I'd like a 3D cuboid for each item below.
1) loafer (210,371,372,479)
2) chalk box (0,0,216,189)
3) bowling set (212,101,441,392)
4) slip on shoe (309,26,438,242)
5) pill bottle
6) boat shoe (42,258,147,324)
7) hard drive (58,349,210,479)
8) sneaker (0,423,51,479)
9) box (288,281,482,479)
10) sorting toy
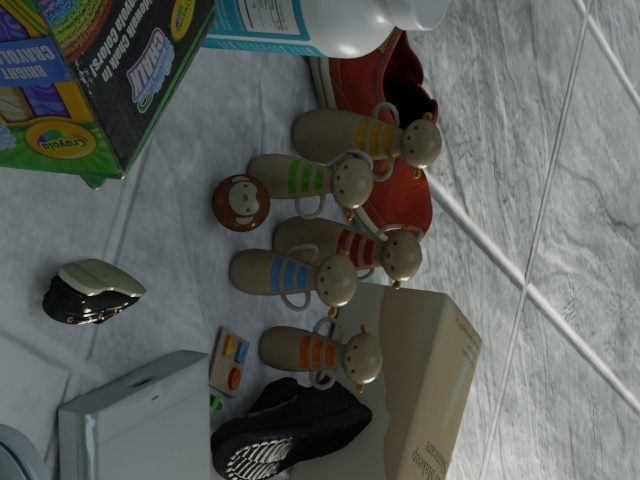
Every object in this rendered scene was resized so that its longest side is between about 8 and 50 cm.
[{"bbox_3d":[-0.041,0.180,1.865,0.080,0.078,0.220,-50,157,27],"label":"loafer"},{"bbox_3d":[-0.201,-0.164,1.318,0.289,0.179,0.180,70,36,-45],"label":"chalk box"},{"bbox_3d":[0.000,0.000,1.794,0.200,0.154,0.287,10,87,-64],"label":"bowling set"},{"bbox_3d":[0.073,-0.113,1.979,0.331,0.101,0.123,73,33,-42],"label":"slip on shoe"},{"bbox_3d":[-0.029,-0.225,1.551,0.146,0.264,0.146,-28,121,-60],"label":"pill bottle"},{"bbox_3d":[-0.186,0.044,1.556,0.042,0.049,0.133,-58,164,12],"label":"boat shoe"},{"bbox_3d":[-0.159,0.269,1.669,0.203,0.040,0.307,-24,117,-61],"label":"hard drive"},{"bbox_3d":[-0.252,0.267,1.414,0.091,0.094,0.258,-24,118,-66],"label":"sneaker"},{"bbox_3d":[0.062,0.214,2.011,0.148,0.121,0.311,49,53,-58],"label":"box"},{"bbox_3d":[-0.088,0.129,1.807,0.062,0.012,0.083,40,60,-60],"label":"sorting toy"}]
